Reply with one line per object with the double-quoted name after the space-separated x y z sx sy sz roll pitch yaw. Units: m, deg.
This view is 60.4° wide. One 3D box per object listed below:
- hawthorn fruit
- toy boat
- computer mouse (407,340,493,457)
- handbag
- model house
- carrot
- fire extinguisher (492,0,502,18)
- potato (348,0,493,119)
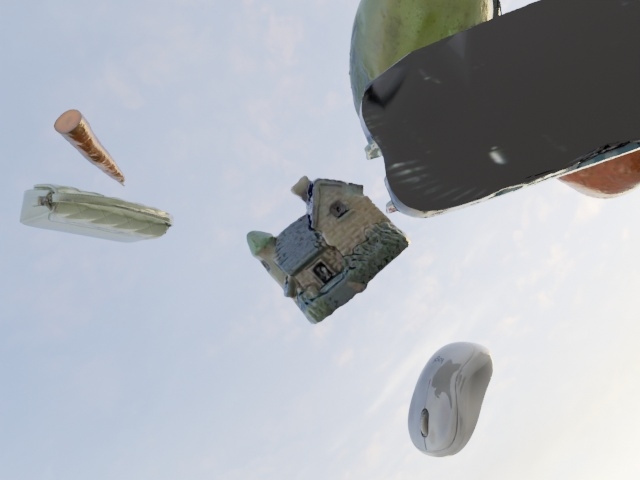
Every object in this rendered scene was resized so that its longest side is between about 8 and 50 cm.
0.411 -0.148 0.802 0.189 0.189 0.189 -16 -56 -25 "hawthorn fruit"
0.184 -0.112 0.456 0.299 0.134 0.092 -19 -13 2 "toy boat"
0.301 0.360 1.311 0.121 0.184 0.296 45 -115 -21 "computer mouse"
-0.399 -0.053 1.020 0.256 0.219 0.079 14 -104 -50 "handbag"
0.000 0.000 1.281 0.298 0.243 0.284 -41 -90 -4 "model house"
-0.443 -0.174 1.096 0.057 0.057 0.224 -38 -23 -8 "carrot"
0.312 -0.399 0.988 0.025 0.038 0.083 -37 -36 -12 "fire extinguisher"
0.151 -0.305 0.866 0.216 0.216 0.304 -7 -57 -30 "potato"
